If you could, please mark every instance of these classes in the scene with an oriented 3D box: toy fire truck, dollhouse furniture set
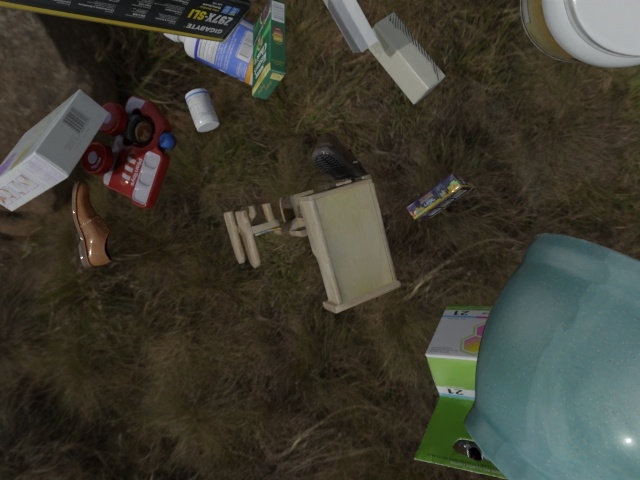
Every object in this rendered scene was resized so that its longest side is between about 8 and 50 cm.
[{"bbox_3d":[-0.550,-0.272,1.408,0.253,0.169,0.303,24,95,23],"label":"toy fire truck"},{"bbox_3d":[0.000,0.000,1.167,0.361,0.394,0.257,-18,99,-22],"label":"dollhouse furniture set"}]

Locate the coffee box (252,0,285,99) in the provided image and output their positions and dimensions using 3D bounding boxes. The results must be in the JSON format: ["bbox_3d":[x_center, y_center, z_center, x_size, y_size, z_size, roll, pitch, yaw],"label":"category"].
[{"bbox_3d":[-0.115,-0.422,1.025,0.040,0.113,0.184,6,74,-28],"label":"coffee box"}]

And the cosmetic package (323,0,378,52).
[{"bbox_3d":[0.061,-0.621,1.229,0.060,0.099,0.239,-34,113,5],"label":"cosmetic package"}]

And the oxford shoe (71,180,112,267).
[{"bbox_3d":[-0.550,-0.041,1.124,0.075,0.076,0.213,-6,109,-8],"label":"oxford shoe"}]

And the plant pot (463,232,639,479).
[{"bbox_3d":[0.262,0.161,0.426,0.293,0.293,0.196,39,92,6],"label":"plant pot"}]

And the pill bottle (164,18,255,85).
[{"bbox_3d":[-0.275,-0.548,1.262,0.271,0.152,0.153,23,100,-9],"label":"pill bottle"}]

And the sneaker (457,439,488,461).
[{"bbox_3d":[0.336,0.433,0.944,0.178,0.072,0.077,44,61,-9],"label":"sneaker"}]

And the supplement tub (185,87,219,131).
[{"bbox_3d":[-0.344,-0.379,1.349,0.070,0.071,0.107,-21,88,13],"label":"supplement tub"}]

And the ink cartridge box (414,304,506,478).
[{"bbox_3d":[0.256,0.213,0.702,0.188,0.255,0.097,-5,117,36],"label":"ink cartridge box"}]

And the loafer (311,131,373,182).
[{"bbox_3d":[0.102,-0.279,1.721,0.133,0.366,0.130,-7,64,28],"label":"loafer"}]

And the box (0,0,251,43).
[{"bbox_3d":[-0.254,-0.347,0.463,0.079,0.321,0.257,-28,82,41],"label":"box"}]

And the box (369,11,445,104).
[{"bbox_3d":[0.278,-0.603,1.542,0.094,0.113,0.275,-39,91,-19],"label":"box"}]

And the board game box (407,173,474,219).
[{"bbox_3d":[0.363,-0.130,1.398,0.170,0.141,0.048,-38,72,30],"label":"board game box"}]

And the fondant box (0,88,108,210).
[{"bbox_3d":[-0.742,-0.236,1.246,0.330,0.239,0.096,-17,137,35],"label":"fondant box"}]

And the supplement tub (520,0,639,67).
[{"bbox_3d":[0.431,-0.375,0.674,0.228,0.316,0.229,6,114,13],"label":"supplement tub"}]
